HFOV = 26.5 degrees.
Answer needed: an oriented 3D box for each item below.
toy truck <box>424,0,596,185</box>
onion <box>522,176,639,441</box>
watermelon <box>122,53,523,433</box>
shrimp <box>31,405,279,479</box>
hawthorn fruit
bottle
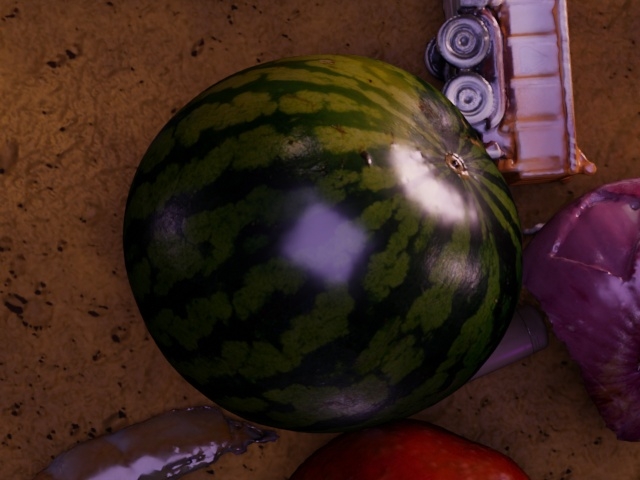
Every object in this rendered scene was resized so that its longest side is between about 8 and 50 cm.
[{"bbox_3d":[0.154,-0.180,1.101,0.135,0.114,0.270,-4,89,-3],"label":"toy truck"},{"bbox_3d":[0.266,0.048,1.053,0.201,0.200,0.207,-25,91,-4],"label":"onion"},{"bbox_3d":[0.000,0.000,1.002,0.285,0.285,0.285,0,87,-3],"label":"watermelon"},{"bbox_3d":[-0.169,0.257,1.097,0.185,0.068,0.287,23,76,-5],"label":"shrimp"},{"bbox_3d":[0.084,0.234,1.007,0.230,0.266,0.210,37,67,-4],"label":"hawthorn fruit"},{"bbox_3d":[0.138,0.087,1.120,0.096,0.045,0.045,-20,88,-5],"label":"bottle"}]
